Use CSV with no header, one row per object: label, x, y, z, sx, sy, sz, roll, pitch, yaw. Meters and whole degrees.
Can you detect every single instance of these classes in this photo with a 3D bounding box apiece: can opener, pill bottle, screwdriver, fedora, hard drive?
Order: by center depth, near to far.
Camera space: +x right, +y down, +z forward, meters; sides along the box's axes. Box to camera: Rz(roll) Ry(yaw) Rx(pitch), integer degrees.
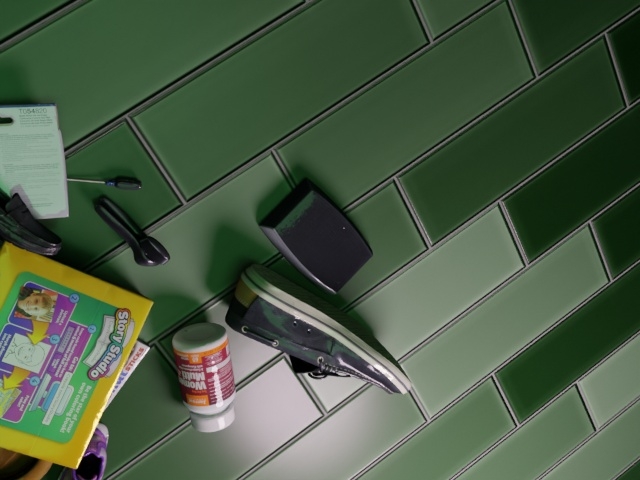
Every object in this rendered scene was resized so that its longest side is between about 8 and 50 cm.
screwdriver,-0.445,-0.115,1.413,0.170,0.024,0.025,-1,78,-21
can opener,-0.388,-0.017,1.450,0.073,0.059,0.186,-35,109,21
fedora,-0.649,0.430,1.464,0.194,0.079,0.194,-7,108,-21
pill bottle,-0.253,0.304,1.566,0.121,0.121,0.221,-12,110,-19
hard drive,0.000,0.000,1.613,0.172,0.054,0.254,-45,117,-4

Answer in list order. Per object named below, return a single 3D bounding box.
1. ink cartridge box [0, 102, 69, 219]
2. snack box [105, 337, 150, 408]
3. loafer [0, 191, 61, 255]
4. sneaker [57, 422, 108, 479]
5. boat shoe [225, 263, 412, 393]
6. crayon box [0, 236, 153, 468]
ink cartridge box,-0.597,-0.145,1.323,0.223,0.045,0.224,-5,110,-19
snack box,-0.450,0.287,1.534,0.064,0.022,0.178,36,90,-29
loafer,-0.572,-0.050,1.295,0.223,0.076,0.078,35,101,-23
sneaker,-0.516,0.520,1.535,0.095,0.104,0.236,7,104,-26
boat shoe,-0.001,0.236,1.623,0.500,0.187,0.156,33,97,-22
crayon box,-0.552,0.221,1.385,0.313,0.106,0.362,28,80,-28
